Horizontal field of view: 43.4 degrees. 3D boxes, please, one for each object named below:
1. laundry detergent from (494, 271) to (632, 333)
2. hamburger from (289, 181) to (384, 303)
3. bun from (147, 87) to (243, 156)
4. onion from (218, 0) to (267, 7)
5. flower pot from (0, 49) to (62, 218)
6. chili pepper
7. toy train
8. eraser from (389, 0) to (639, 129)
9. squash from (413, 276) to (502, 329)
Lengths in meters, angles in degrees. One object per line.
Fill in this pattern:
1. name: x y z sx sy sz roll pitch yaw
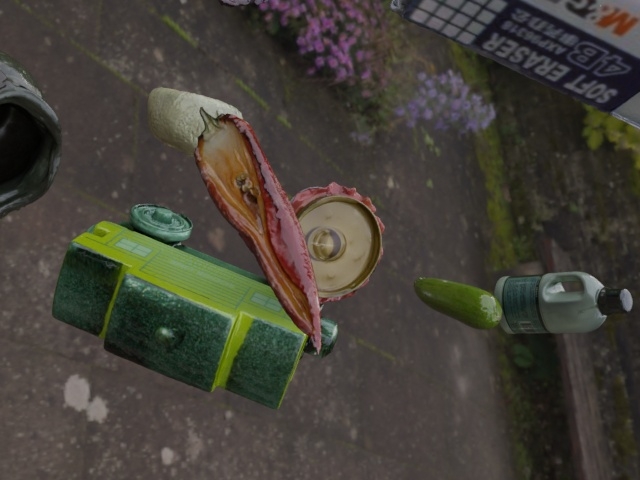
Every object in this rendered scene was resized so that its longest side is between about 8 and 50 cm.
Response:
1. laundry detergent: 0.389 0.100 1.292 0.070 0.225 0.099 -2 86 -41
2. hamburger: 0.002 -0.003 1.163 0.175 0.175 0.137 66 -10 -17
3. bun: -0.306 -0.278 1.939 0.244 0.243 0.153 -6 110 -62
4. onion: -0.148 -0.502 1.168 0.314 0.146 0.280 28 87 -46
5. flower pot: -0.600 -0.191 1.357 0.213 0.302 0.301 47 11 34
6. chili pepper: -0.031 -0.012 0.466 0.027 0.045 0.178 16 38 -53
7. toy train: -0.189 0.096 1.233 0.272 0.442 0.179 -61 172 -70
8. eraser: 0.211 -0.190 0.651 0.287 0.130 0.086 21 58 -16
9. squash: 0.231 0.101 1.377 0.066 0.201 0.066 -10 108 -32
